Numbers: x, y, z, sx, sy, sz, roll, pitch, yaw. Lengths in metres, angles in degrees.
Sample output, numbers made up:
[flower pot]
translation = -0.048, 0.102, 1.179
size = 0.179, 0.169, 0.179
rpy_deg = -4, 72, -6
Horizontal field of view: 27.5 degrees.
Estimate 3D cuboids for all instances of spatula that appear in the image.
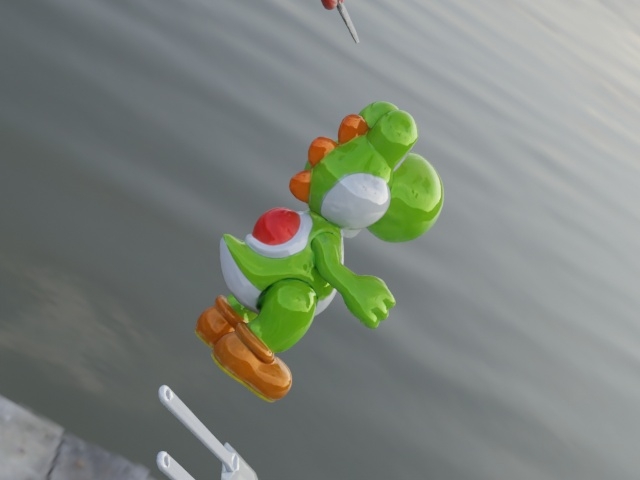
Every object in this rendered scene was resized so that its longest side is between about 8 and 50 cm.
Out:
[spatula]
translation = -0.106, 0.245, 1.231
size = 0.242, 0.019, 0.168
rpy_deg = 56, 30, -49

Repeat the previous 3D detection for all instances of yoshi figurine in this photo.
[yoshi figurine]
translation = 0.023, 0.015, 1.548
size = 0.203, 0.362, 0.203
rpy_deg = 37, 6, 15

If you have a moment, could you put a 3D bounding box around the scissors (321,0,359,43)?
[scissors]
translation = 0.016, -0.322, 1.652
size = 0.297, 0.021, 0.109
rpy_deg = 7, 63, -79
